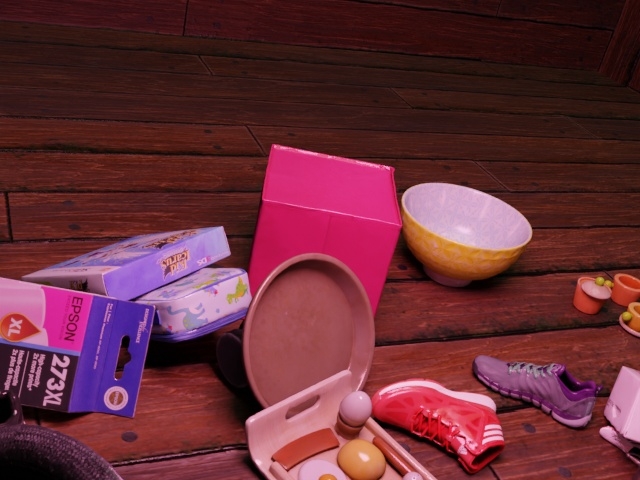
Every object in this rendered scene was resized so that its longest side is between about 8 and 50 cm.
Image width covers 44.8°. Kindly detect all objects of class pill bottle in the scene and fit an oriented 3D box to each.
[{"bbox_3d":[-0.061,0.169,1.308,0.219,0.122,0.123,-17,41,-42],"label":"pill bottle"}]

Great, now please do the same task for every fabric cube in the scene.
[{"bbox_3d":[0.000,0.000,1.490,0.259,0.258,0.254,11,28,-4],"label":"fabric cube"}]

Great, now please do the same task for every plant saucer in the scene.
[{"bbox_3d":[-0.020,0.158,1.236,0.278,0.277,0.041,-16,10,-41],"label":"plant saucer"}]

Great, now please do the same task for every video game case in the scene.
[{"bbox_3d":[-0.338,0.044,1.362,0.244,0.061,0.270,-3,15,39],"label":"video game case"}]

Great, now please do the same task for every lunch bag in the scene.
[{"bbox_3d":[-0.233,0.108,1.297,0.219,0.090,0.176,-4,11,45],"label":"lunch bag"}]

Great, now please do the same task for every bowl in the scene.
[{"bbox_3d":[0.300,0.008,1.701,0.290,0.156,0.289,10,29,-5],"label":"bowl"}]

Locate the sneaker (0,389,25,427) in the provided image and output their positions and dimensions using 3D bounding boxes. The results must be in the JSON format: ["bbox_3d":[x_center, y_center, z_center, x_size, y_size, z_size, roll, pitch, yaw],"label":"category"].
[{"bbox_3d":[-0.453,0.273,0.984,0.078,0.106,0.234,16,29,7],"label":"sneaker"}]

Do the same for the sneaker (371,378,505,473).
[{"bbox_3d":[0.194,0.295,1.232,0.221,0.087,0.128,5,29,-12],"label":"sneaker"}]

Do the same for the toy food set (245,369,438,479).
[{"bbox_3d":[0.069,0.324,1.109,0.220,0.092,0.306,-18,45,-42],"label":"toy food set"}]

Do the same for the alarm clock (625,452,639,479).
[{"bbox_3d":[0.557,0.410,1.199,0.129,0.064,0.192,8,26,-10],"label":"alarm clock"}]

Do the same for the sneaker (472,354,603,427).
[{"bbox_3d":[0.387,0.241,1.389,0.224,0.098,0.083,24,31,18],"label":"sneaker"}]

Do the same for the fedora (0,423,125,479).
[{"bbox_3d":[-0.276,0.355,0.828,0.334,0.334,0.152,29,-1,26],"label":"fedora"}]

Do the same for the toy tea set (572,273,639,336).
[{"bbox_3d":[0.728,0.112,1.724,0.336,0.124,0.200,-5,34,-29],"label":"toy tea set"}]

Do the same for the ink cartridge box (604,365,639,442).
[{"bbox_3d":[0.624,0.307,1.311,0.237,0.100,0.172,18,3,9],"label":"ink cartridge box"}]

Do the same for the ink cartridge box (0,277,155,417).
[{"bbox_3d":[-0.445,0.148,1.141,0.371,0.175,0.069,11,-7,-7],"label":"ink cartridge box"}]

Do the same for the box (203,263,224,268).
[{"bbox_3d":[-0.231,0.076,1.473,0.083,0.052,0.062,12,30,0],"label":"box"}]

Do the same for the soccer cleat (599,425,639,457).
[{"bbox_3d":[0.520,0.347,1.331,0.083,0.029,0.035,26,27,13],"label":"soccer cleat"}]
